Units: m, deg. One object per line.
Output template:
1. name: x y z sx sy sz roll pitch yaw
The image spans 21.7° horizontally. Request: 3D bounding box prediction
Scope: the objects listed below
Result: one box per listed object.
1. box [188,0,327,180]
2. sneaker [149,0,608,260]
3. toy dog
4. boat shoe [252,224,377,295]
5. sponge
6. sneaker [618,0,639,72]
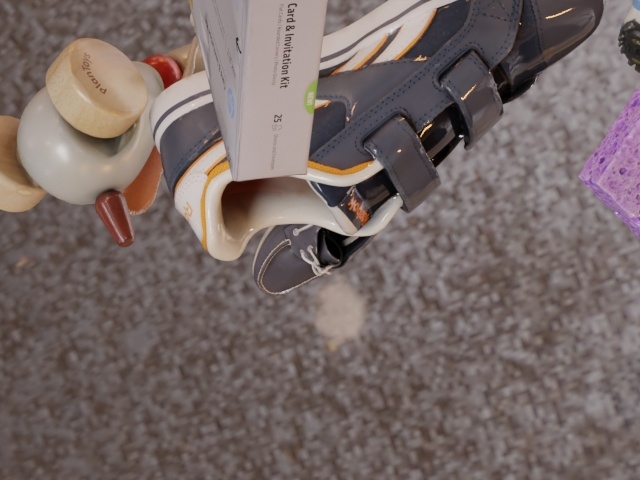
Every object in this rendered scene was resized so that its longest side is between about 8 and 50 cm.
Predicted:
1. box: -0.029 -0.140 0.714 0.038 0.186 0.145 -5 49 -13
2. sneaker: 0.050 -0.081 1.104 0.126 0.321 0.127 51 20 -60
3. toy dog: -0.144 -0.090 1.461 0.334 0.220 0.161 -29 84 -36
4. boat shoe: 0.000 0.000 1.710 0.075 0.206 0.065 36 32 -23
5. sponge: 0.306 -0.037 1.356 0.210 0.031 0.117 40 82 -33
6. sneaker: 0.244 -0.177 1.059 0.085 0.237 0.086 23 65 14
